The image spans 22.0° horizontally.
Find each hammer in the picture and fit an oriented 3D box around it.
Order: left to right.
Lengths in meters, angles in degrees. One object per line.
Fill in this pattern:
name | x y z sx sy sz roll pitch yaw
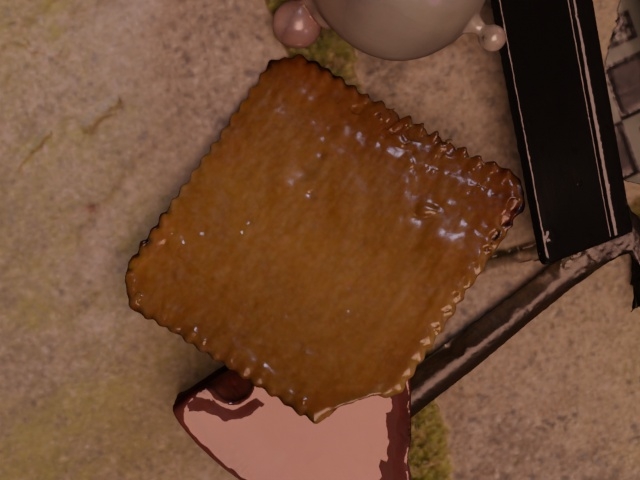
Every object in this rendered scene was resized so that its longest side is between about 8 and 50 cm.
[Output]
hammer | 0.140 0.072 1.339 0.297 0.027 0.125 -37 103 0

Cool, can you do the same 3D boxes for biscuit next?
biscuit | 0.000 0.000 1.217 0.232 0.013 0.237 31 80 16

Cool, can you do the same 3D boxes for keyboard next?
keyboard | 0.181 -0.141 1.268 0.101 0.018 0.309 -19 103 -30

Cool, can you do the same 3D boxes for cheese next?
cheese | -0.023 0.122 1.260 0.177 0.128 0.203 -2 92 -3

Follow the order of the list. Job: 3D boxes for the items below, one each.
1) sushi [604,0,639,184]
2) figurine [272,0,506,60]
sushi | 0.340 -0.142 1.309 0.220 0.047 0.231 9 102 -12
figurine | 0.026 -0.220 1.187 0.257 0.144 0.182 21 94 -18
